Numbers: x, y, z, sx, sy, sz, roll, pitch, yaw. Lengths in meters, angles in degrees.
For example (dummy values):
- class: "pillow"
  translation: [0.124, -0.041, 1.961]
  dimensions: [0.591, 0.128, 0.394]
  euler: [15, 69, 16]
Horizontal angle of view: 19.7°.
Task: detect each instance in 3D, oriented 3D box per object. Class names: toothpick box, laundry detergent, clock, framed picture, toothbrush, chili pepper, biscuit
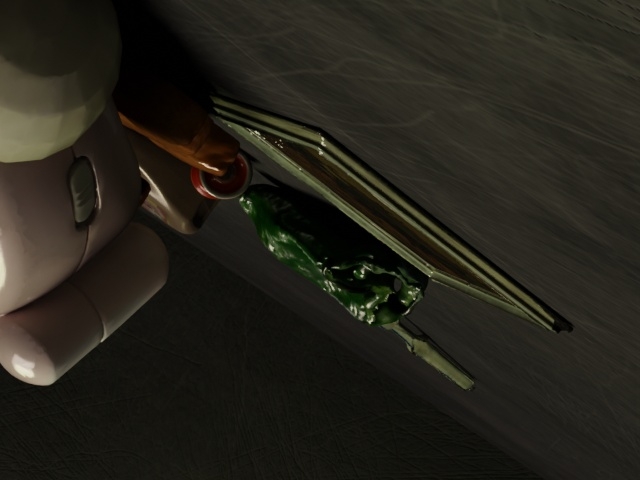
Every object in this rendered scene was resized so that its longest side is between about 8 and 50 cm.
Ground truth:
- class: "toothpick box"
  translation: [-0.087, -0.059, 1.602]
  dimensions: [0.047, 0.047, 0.083]
  euler: [35, 176, -9]
- class: "laundry detergent"
  translation: [-0.206, -0.104, 1.812]
  dimensions: [0.237, 0.076, 0.171]
  euler: [36, 174, 4]
- class: "clock"
  translation: [-0.262, -0.098, 1.233]
  dimensions: [0.342, 0.184, 0.325]
  euler: [22, 146, 26]
- class: "framed picture"
  translation: [0.045, -0.018, 1.316]
  dimensions: [0.252, 0.014, 0.197]
  euler: [37, 174, -27]
- class: "toothbrush"
  translation: [0.124, 0.129, 2.166]
  dimensions: [0.028, 0.026, 0.294]
  euler: [54, -172, 37]
- class: "chili pepper"
  translation: [-0.002, 0.003, 1.577]
  dimensions: [0.216, 0.062, 0.108]
  euler: [31, 168, 40]
- class: "biscuit"
  translation: [-0.194, -0.146, 1.417]
  dimensions: [0.306, 0.043, 0.284]
  euler: [37, 178, -6]

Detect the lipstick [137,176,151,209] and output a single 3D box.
- class: "lipstick"
  translation: [-0.300, -0.157, 1.419]
  dimensions: [0.418, 0.077, 0.077]
  euler: [40, 173, -19]
